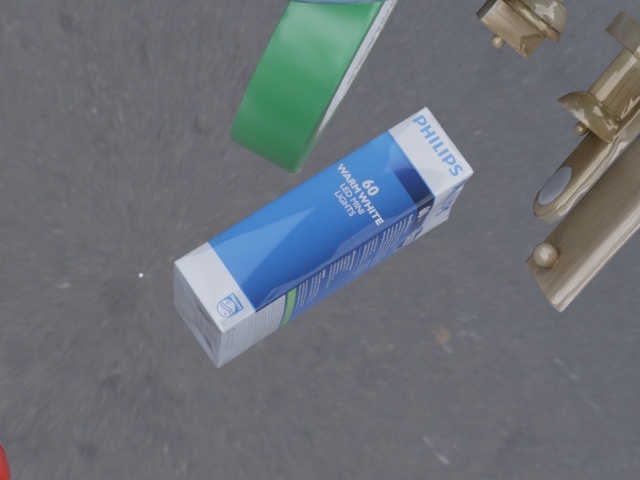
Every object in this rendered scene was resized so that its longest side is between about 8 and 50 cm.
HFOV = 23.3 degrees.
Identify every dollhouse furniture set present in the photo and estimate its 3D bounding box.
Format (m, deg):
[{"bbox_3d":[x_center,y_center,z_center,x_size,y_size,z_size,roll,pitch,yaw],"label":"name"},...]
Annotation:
[{"bbox_3d":[0.087,-0.079,0.750,0.151,0.144,0.123,37,103,-16],"label":"dollhouse furniture set"}]

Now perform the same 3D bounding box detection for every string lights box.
[{"bbox_3d":[0.000,0.000,1.353,0.259,0.133,0.077,-33,78,-15],"label":"string lights box"}]

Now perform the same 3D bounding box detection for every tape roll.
[{"bbox_3d":[0.020,-0.222,1.541,0.077,0.321,0.321,29,86,1],"label":"tape roll"}]

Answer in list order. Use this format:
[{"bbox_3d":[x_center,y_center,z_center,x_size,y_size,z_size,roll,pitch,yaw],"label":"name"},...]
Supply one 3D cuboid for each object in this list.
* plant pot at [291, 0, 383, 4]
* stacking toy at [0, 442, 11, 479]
[{"bbox_3d":[-0.018,-0.408,1.171,0.341,0.341,0.334,16,74,-6],"label":"plant pot"},{"bbox_3d":[-0.193,0.230,0.925,0.141,0.141,0.330,-14,124,-7],"label":"stacking toy"}]
